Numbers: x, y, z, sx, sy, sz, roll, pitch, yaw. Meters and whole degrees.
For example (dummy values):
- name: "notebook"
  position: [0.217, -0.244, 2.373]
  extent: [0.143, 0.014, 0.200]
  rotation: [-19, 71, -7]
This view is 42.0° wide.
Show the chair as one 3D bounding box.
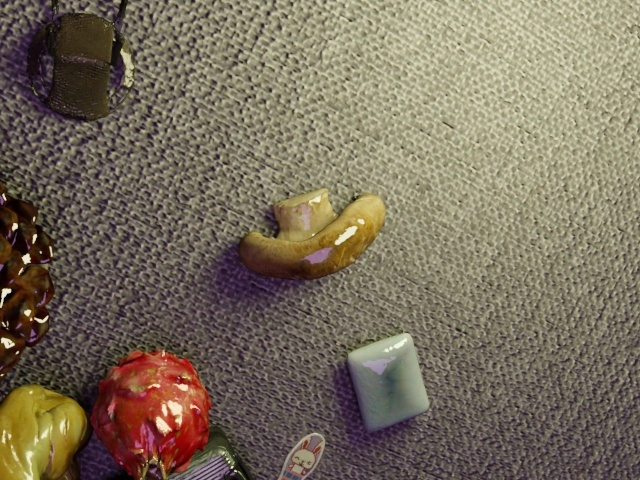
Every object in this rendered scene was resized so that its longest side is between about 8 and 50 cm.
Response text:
- name: "chair"
  position: [-0.384, -0.310, 1.356]
  extent: [0.174, 0.149, 0.213]
  rotation: [6, 143, -18]

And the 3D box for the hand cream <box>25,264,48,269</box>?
- name: "hand cream"
  position: [-0.504, 0.079, 1.444]
  extent: [0.057, 0.037, 0.165]
  rotation: [15, 106, -17]

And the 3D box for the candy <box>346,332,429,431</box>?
- name: "candy"
  position: [0.131, 0.274, 1.618]
  extent: [0.138, 0.071, 0.174]
  rotation: [-18, 107, -10]

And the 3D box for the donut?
- name: "donut"
  position: [-0.491, 0.410, 1.367]
  extent: [0.170, 0.360, 0.360]
  rotation: [21, 97, -2]

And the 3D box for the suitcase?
- name: "suitcase"
  position: [-0.272, 0.494, 1.537]
  extent: [0.312, 0.128, 0.202]
  rotation: [-28, 107, -6]

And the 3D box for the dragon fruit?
- name: "dragon fruit"
  position: [-0.286, 0.306, 1.428]
  extent: [0.205, 0.268, 0.210]
  rotation: [26, 121, -26]

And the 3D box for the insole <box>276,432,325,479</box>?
- name: "insole"
  position: [-0.055, 0.464, 1.649]
  extent: [0.065, 0.004, 0.197]
  rotation: [32, 93, -18]

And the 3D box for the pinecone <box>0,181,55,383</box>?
- name: "pinecone"
  position: [-0.593, 0.075, 1.261]
  extent: [0.398, 0.398, 0.397]
  rotation: [-3, 103, -13]

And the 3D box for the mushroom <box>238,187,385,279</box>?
- name: "mushroom"
  position: [0.000, 0.000, 1.483]
  extent: [0.286, 0.151, 0.156]
  rotation: [-21, 108, -9]
